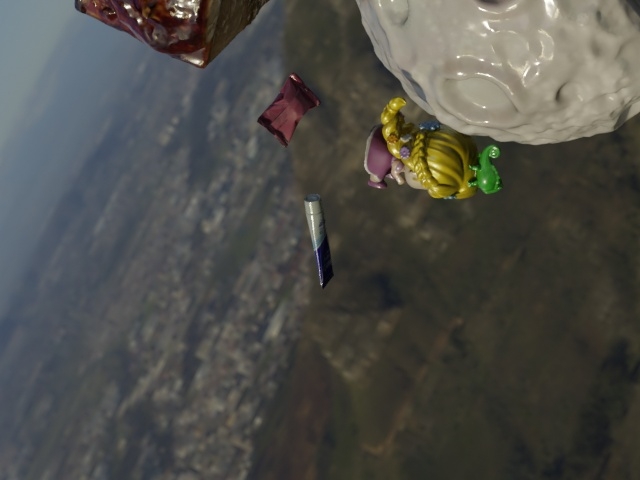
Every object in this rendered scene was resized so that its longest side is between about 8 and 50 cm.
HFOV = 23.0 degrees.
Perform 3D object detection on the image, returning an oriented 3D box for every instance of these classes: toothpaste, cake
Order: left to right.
[{"bbox_3d":[-0.153,-0.315,1.667,0.293,0.199,0.196,-57,-11,-46],"label":"cake"},{"bbox_3d":[0.000,0.000,1.324,0.024,0.015,0.083,-50,-42,-50],"label":"toothpaste"}]

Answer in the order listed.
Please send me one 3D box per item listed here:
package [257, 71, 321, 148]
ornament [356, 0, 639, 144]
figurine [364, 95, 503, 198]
[{"bbox_3d":[-0.041,-0.167,2.036,0.083,0.059,0.029,-54,29,-14],"label":"package"},{"bbox_3d":[0.187,-0.253,1.435,0.337,0.337,0.337,-59,12,20],"label":"ornament"},{"bbox_3d":[0.132,-0.104,1.785,0.095,0.156,0.115,-48,-36,-43],"label":"figurine"}]
